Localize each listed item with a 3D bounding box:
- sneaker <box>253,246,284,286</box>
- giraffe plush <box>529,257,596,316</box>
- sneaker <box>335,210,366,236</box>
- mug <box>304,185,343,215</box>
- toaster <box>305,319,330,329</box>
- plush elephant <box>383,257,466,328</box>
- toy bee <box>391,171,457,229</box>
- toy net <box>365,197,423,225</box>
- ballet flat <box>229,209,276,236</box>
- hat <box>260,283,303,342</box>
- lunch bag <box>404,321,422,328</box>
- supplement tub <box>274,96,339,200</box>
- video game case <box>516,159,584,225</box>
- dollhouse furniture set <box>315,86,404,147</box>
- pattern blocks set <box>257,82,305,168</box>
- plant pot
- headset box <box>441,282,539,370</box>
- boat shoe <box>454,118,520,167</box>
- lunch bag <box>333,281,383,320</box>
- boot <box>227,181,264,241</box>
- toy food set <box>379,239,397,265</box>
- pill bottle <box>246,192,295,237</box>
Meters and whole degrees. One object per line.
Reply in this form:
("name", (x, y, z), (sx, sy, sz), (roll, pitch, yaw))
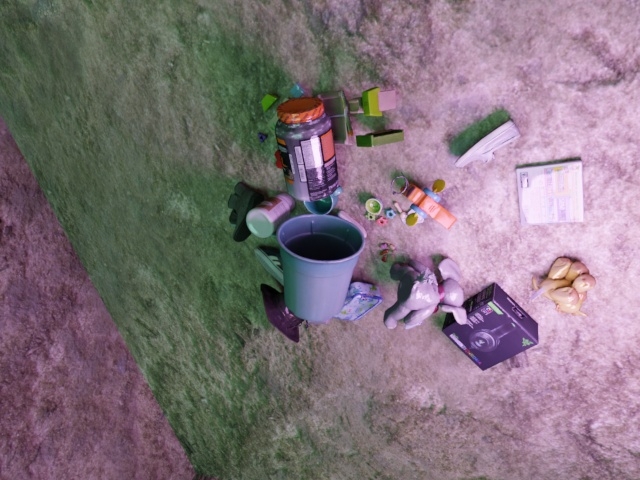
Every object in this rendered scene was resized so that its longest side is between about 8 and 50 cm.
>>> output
("sneaker", (-0.176, 0.116, 2.033), (0.321, 0.127, 0.126), (40, 159, 31))
("giraffe plush", (0.871, 0.190, 1.537), (0.210, 0.181, 0.170), (-38, 118, 26))
("sneaker", (0.116, -0.046, 1.826), (0.152, 0.058, 0.085), (41, 121, 6))
("mug", (0.020, -0.177, 1.779), (0.157, 0.097, 0.130), (13, 121, 19))
("toaster", (-0.007, 0.288, 2.005), (0.110, 0.168, 0.186), (-1, 115, 26))
("plush elephant", (0.434, 0.208, 1.703), (0.255, 0.272, 0.330), (17, 154, -16))
("toy bee", (0.370, -0.165, 1.603), (0.195, 0.162, 0.298), (-33, 115, 4))
("toy net", (0.288, -0.094, 1.725), (0.232, 0.045, 0.122), (19, 123, 16))
("ballet flat", (-0.297, -0.091, 1.991), (0.280, 0.095, 0.096), (15, 107, 19))
("hat", (-0.141, 0.313, 2.038), (0.134, 0.331, 0.331), (-30, 102, 10))
("lunch bag", (0.404, 0.344, 1.886), (0.071, 0.083, 0.053), (-33, 99, 36))
("supplement tub", (-0.049, -0.332, 1.595), (0.207, 0.207, 0.338), (8, 129, 22))
("video game case", (0.771, -0.155, 1.466), (0.193, 0.023, 0.213), (-4, 114, 28))
("dollhouse furniture set", (0.138, -0.451, 1.589), (0.301, 0.151, 0.198), (18, 121, 52))
("pattern blocks set", (-0.128, -0.452, 1.726), (0.324, 0.026, 0.285), (-23, 105, 42))
("plant pot", (-0.011, 0.118, 1.747), (0.341, 0.341, 0.334), (17, 126, 17))
("headset box", (0.675, 0.339, 1.720), (0.246, 0.131, 0.283), (45, 126, -3))
("boat shoe", (0.556, -0.303, 1.455), (0.227, 0.079, 0.081), (-38, 92, 33))
("lunch bag", (0.157, 0.272, 1.925), (0.176, 0.090, 0.219), (16, 136, -35))
("boot", (-0.356, -0.127, 1.946), (0.161, 0.083, 0.247), (26, 92, 34))
("toy food set", (0.282, 0.048, 1.824), (0.077, 0.019, 0.122), (19, 131, 16))
("pill bottle", (-0.201, -0.116, 1.839), (0.131, 0.229, 0.131), (12, 121, 21))
